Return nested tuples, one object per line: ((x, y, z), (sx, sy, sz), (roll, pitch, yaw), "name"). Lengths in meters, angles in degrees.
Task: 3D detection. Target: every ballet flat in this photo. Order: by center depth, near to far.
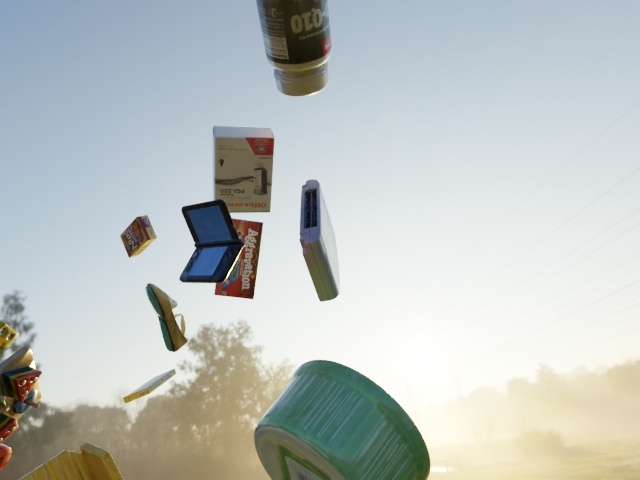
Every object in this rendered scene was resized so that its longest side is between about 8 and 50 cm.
((-0.443, 0.214, 1.384), (0.073, 0.233, 0.080), (-28, 30, -35), "ballet flat")

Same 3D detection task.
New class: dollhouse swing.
((-0.654, 0.749, 1.261), (0.304, 0.316, 0.346), (-26, 0, 37), "dollhouse swing")

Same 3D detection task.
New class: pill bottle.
((-0.057, -0.495, 1.099), (0.161, 0.161, 0.283), (-8, -46, 1), "pill bottle")

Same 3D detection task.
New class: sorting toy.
((-0.531, 0.268, 0.808), (0.046, 0.132, 0.275), (17, -58, 13), "sorting toy")

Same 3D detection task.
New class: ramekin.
((0.025, 0.377, 0.839), (0.148, 0.303, 0.303), (-39, 0, -40), "ramekin")

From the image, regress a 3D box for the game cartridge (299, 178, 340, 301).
((0.000, 0.000, 1.152), (0.060, 0.294, 0.196), (-10, -57, 6), "game cartridge")

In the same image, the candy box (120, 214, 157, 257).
((-0.756, -0.015, 1.967), (0.053, 0.109, 0.186), (-17, -12, -48), "candy box")

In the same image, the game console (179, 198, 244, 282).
((-0.215, 0.005, 0.858), (0.143, 0.124, 0.085), (-4, -38, 44), "game console")

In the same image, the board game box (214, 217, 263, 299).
((-0.293, 0.065, 1.709), (0.144, 0.282, 0.027), (7, 3, -6), "board game box")

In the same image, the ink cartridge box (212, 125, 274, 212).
((-0.210, -0.187, 1.279), (0.158, 0.092, 0.218), (-2, -59, -14), "ink cartridge box")

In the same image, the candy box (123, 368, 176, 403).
((-0.622, 0.532, 1.743), (0.105, 0.027, 0.206), (-26, -1, 10), "candy box")
